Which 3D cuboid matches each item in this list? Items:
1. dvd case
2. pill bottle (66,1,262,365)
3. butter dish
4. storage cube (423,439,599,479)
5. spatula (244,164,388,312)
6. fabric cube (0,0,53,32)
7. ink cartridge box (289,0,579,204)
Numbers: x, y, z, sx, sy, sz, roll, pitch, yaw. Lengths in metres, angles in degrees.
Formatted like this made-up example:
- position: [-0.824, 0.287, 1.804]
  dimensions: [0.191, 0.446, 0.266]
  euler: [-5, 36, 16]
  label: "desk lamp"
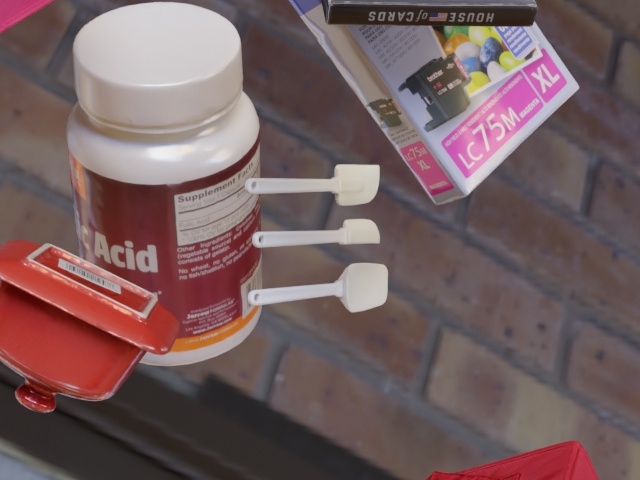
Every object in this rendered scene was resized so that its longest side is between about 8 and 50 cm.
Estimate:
- position: [0.077, -0.273, 1.379]
  dimensions: [0.179, 0.239, 0.030]
  euler: [-1, 138, -10]
  label: "dvd case"
- position: [-0.182, -0.065, 1.872]
  dimensions: [0.224, 0.224, 0.392]
  euler: [9, 128, 11]
  label: "pill bottle"
- position: [-0.205, 0.081, 1.254]
  dimensions: [0.160, 0.160, 0.118]
  euler: [26, 97, -3]
  label: "butter dish"
- position: [0.103, 0.271, 1.016]
  dimensions: [0.183, 0.193, 0.215]
  euler: [-19, 104, 23]
  label: "storage cube"
- position: [0.000, 0.000, 1.763]
  dimensions: [0.019, 0.168, 0.242]
  euler: [3, -176, 37]
  label: "spatula"
- position: [-0.388, -0.317, 1.479]
  dimensions: [0.254, 0.258, 0.259]
  euler: [-29, 113, 2]
  label: "fabric cube"
- position: [0.090, -0.210, 1.472]
  dimensions: [0.311, 0.186, 0.065]
  euler: [52, 151, -9]
  label: "ink cartridge box"
